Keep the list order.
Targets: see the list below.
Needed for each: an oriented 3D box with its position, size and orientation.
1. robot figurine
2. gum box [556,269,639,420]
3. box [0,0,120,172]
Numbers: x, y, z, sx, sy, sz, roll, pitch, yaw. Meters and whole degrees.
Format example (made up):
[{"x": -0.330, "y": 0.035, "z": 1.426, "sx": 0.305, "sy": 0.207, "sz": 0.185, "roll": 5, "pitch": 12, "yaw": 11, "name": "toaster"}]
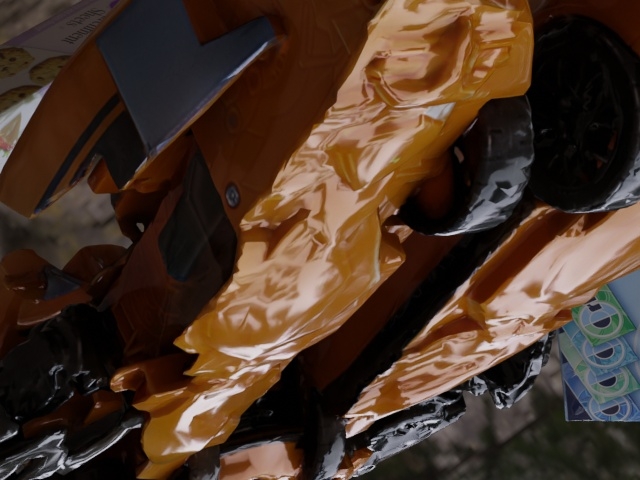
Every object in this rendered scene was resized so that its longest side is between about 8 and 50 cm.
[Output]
[{"x": 0.000, "y": 0.000, "z": 0.455, "sx": 0.291, "sy": 0.211, "sz": 0.085, "roll": -48, "pitch": -123, "yaw": 48, "name": "robot figurine"}, {"x": 0.218, "y": 0.024, "z": 0.950, "sx": 0.184, "sy": 0.157, "sz": 0.041, "roll": -1, "pitch": -149, "yaw": 16, "name": "gum box"}, {"x": -0.205, "y": -0.089, "z": 1.195, "sx": 0.067, "sy": 0.063, "sz": 0.324, "roll": 20, "pitch": -149, "yaw": 18, "name": "box"}]
